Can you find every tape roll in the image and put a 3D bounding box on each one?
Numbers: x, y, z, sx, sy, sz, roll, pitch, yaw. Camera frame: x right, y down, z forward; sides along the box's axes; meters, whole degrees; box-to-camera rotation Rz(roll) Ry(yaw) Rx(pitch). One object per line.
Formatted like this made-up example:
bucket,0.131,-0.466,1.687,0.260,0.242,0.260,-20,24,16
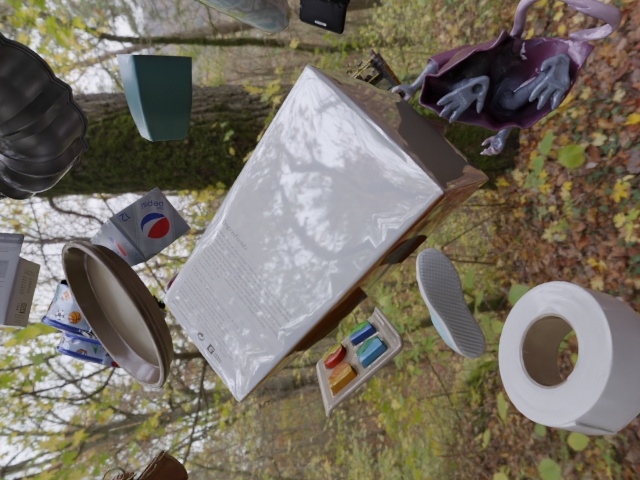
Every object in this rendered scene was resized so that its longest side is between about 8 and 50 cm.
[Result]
tape roll,0.492,0.230,0.812,0.286,0.100,0.286,-163,90,-78

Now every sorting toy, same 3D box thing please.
sorting toy,0.067,0.236,0.837,0.038,0.208,0.193,44,-178,-11

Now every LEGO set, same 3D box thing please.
LEGO set,0.094,-0.394,1.178,0.192,0.255,0.331,49,137,-13

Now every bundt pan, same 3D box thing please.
bundt pan,-0.588,-0.193,0.682,0.331,0.330,0.124,87,179,-49

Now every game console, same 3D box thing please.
game console,0.018,-0.586,0.993,0.107,0.122,0.071,99,-164,-56

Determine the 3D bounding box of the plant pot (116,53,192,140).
plant pot,-0.479,-0.423,1.206,0.165,0.165,0.234,27,124,47

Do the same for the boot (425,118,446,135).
boot,0.191,-0.211,0.822,0.106,0.114,0.037,97,-175,-70

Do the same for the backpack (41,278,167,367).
backpack,-0.558,0.204,1.051,0.213,0.263,0.276,-66,9,-19

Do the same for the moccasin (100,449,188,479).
moccasin,-0.461,0.609,0.949,0.147,0.139,0.380,46,-167,11

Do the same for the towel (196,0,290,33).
towel,-0.244,-0.480,0.602,0.090,0.320,0.374,-50,59,34

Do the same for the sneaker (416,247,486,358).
sneaker,0.389,0.204,1.312,0.150,0.135,0.366,140,109,-78

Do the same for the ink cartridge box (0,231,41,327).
ink cartridge box,-1.036,0.113,1.202,0.130,0.309,0.272,123,151,-72

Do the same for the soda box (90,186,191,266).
soda box,-0.350,-0.011,0.769,0.286,0.098,0.091,-12,117,54

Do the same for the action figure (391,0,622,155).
action figure,0.290,-0.317,0.739,0.276,0.248,0.370,-63,0,32

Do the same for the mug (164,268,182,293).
mug,-0.235,0.132,0.888,0.169,0.150,0.113,56,-157,-26

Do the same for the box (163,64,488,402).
box,0.000,0.000,0.498,0.168,0.215,0.345,48,121,14

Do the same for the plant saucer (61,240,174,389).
plant saucer,-0.332,0.121,0.671,0.278,0.041,0.278,22,128,32
